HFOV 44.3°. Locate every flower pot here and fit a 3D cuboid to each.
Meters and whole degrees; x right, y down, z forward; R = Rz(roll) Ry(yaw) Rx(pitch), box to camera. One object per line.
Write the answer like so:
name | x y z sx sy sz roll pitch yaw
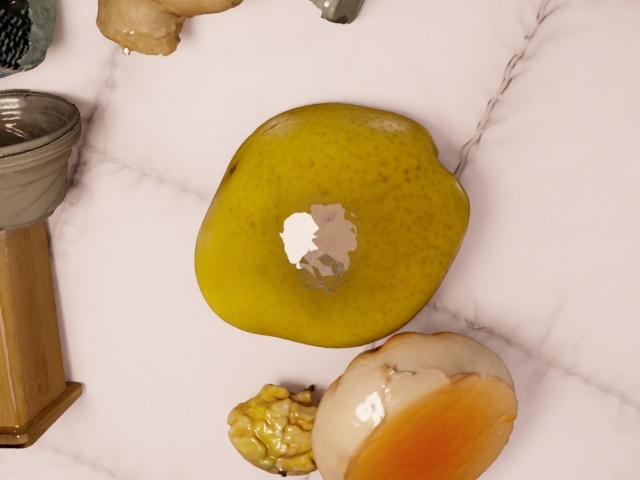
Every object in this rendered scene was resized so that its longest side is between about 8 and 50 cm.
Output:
flower pot | -0.434 -0.103 1.071 0.235 0.235 0.141 6 122 7

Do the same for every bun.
bun | 0.118 0.234 1.098 0.298 0.165 0.299 -15 129 -19

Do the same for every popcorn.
popcorn | -0.053 0.285 1.170 0.167 0.152 0.148 26 140 -24

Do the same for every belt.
belt | -0.453 -0.307 0.990 0.149 0.257 0.207 -6 86 18

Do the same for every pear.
pear | 0.000 0.000 1.045 0.386 0.191 0.340 -30 100 15

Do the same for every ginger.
ginger | -0.176 -0.338 1.001 0.267 0.138 0.152 -18 116 27

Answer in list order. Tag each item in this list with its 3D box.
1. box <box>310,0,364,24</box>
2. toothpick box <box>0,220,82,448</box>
box | 0.022 -0.365 0.973 0.092 0.124 0.172 29 108 10
toothpick box | -0.490 0.123 1.164 0.187 0.190 0.308 0 103 10
